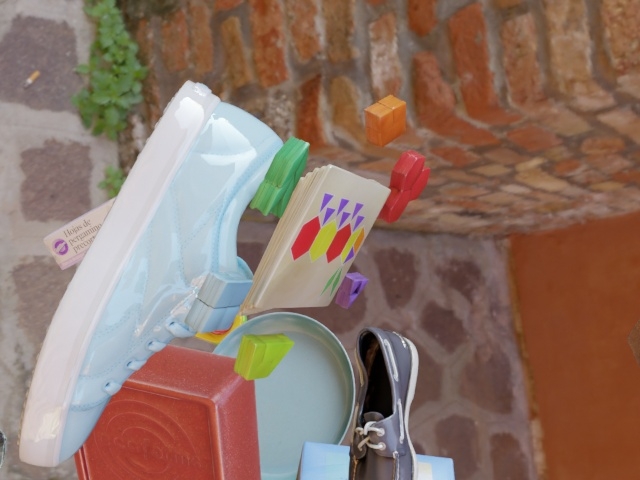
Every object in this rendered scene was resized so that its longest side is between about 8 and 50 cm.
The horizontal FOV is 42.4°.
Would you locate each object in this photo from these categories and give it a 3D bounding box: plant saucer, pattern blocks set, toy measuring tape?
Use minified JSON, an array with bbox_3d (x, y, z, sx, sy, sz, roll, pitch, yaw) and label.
[{"bbox_3d":[-0.198,0.237,0.972,0.048,0.258,0.259,-50,144,-57],"label":"plant saucer"},{"bbox_3d":[-0.080,0.289,1.504,0.044,0.318,0.317,42,50,-59],"label":"plant saucer"},{"bbox_3d":[0.000,0.000,0.755,0.285,0.026,0.325,-59,160,0],"label":"pattern blocks set"},{"bbox_3d":[-0.285,0.165,1.907,0.121,0.330,0.121,18,90,-82],"label":"toy measuring tape"}]

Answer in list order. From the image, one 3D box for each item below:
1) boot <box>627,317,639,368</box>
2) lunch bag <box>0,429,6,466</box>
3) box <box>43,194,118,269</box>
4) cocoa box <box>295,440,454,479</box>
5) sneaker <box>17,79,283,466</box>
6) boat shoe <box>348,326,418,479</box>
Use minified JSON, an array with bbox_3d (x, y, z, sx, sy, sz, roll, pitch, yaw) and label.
[{"bbox_3d":[0.455,0.236,1.106,0.280,0.096,0.264,-97,-175,-47],"label":"boot"},{"bbox_3d":[-0.739,0.443,1.492,0.169,0.235,0.287,61,23,-15],"label":"lunch bag"},{"bbox_3d":[-0.295,-0.054,1.329,0.063,0.324,0.067,61,16,-10],"label":"box"},{"bbox_3d":[0.064,0.488,1.126,0.347,0.231,0.228,-86,-177,-52],"label":"cocoa box"},{"bbox_3d":[-0.136,0.048,0.729,0.150,0.135,0.366,26,89,-6],"label":"sneaker"},{"bbox_3d":[0.049,0.180,0.792,0.065,0.075,0.206,37,51,-43],"label":"boat shoe"}]
